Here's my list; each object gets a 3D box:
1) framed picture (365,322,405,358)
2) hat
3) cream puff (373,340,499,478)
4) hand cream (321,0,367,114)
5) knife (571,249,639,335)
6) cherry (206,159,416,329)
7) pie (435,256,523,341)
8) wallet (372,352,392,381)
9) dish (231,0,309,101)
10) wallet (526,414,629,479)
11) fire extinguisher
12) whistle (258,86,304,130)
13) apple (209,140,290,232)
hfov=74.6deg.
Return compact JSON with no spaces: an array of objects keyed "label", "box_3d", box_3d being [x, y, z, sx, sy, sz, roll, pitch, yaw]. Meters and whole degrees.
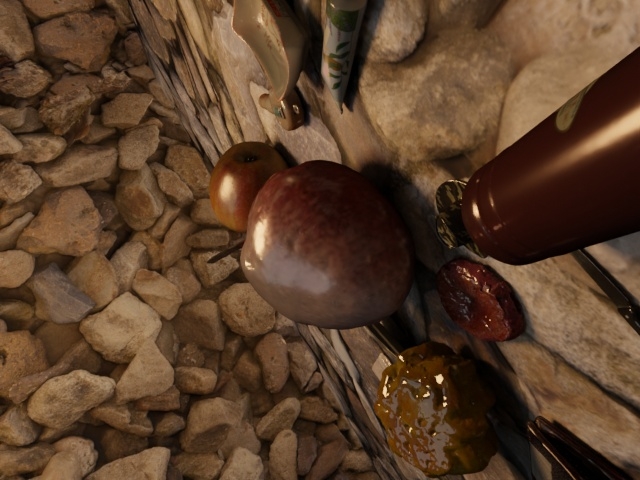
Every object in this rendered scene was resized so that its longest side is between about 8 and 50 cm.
[{"label":"framed picture","box_3d":[0.148,0.233,1.057,0.265,0.018,0.192,48,171,-23]},{"label":"hat","box_3d":[0.190,-0.023,0.587,0.121,0.050,0.121,57,164,27]},{"label":"cream puff","box_3d":[0.218,0.318,0.793,0.196,0.244,0.244,28,-172,-38]},{"label":"hand cream","box_3d":[0.032,-0.296,0.645,0.088,0.055,0.256,63,171,11]},{"label":"knife","box_3d":[0.304,0.056,0.436,0.170,0.010,0.023,57,164,22]},{"label":"cherry","box_3d":[0.012,0.028,0.793,0.335,0.291,0.327,43,136,17]},{"label":"pie","box_3d":[0.239,0.094,0.649,0.154,0.038,0.154,51,159,28]},{"label":"wallet","box_3d":[0.207,0.425,1.309,0.124,0.031,0.183,57,165,24]},{"label":"dish","box_3d":[-0.092,-0.396,0.796,0.213,0.077,0.151,59,162,12]},{"label":"wallet","box_3d":[0.413,0.406,0.600,0.262,0.071,0.221,43,161,56]},{"label":"fire extinguisher","box_3d":[0.226,-0.078,0.282,0.337,0.114,0.136,128,140,-73]},{"label":"whistle","box_3d":[-0.098,-0.317,0.984,0.220,0.057,0.107,42,155,55]},{"label":"apple","box_3d":[-0.201,-0.155,1.217,0.257,0.256,0.234,51,159,33]}]
